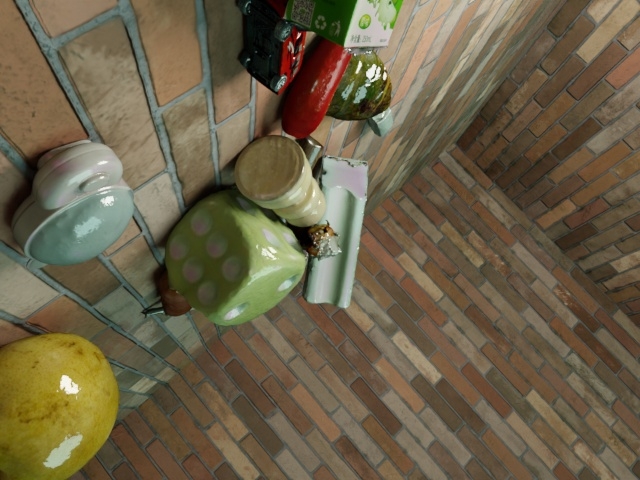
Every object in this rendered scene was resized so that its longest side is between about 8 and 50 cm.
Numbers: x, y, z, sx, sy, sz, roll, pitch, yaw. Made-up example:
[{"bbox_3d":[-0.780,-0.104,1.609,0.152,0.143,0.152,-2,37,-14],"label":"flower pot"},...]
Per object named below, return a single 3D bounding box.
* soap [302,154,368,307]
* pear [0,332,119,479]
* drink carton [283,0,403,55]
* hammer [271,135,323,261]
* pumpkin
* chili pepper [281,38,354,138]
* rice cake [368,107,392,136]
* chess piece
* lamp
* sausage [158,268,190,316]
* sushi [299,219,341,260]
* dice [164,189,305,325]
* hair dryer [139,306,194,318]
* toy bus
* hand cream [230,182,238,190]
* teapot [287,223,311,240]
[{"bbox_3d":[0.048,-0.039,1.596,0.261,0.156,0.447,-84,-178,-83],"label":"soap"},{"bbox_3d":[-0.578,0.344,1.042,0.314,0.314,0.314,-41,171,-8],"label":"pear"},{"bbox_3d":[0.057,-0.392,0.655,0.161,0.108,0.271,-34,149,-55],"label":"drink carton"},{"bbox_3d":[-0.096,-0.110,1.418,0.095,0.242,0.409,-103,-144,-59],"label":"hammer"},{"bbox_3d":[0.085,-0.331,1.230,0.163,0.111,0.278,-48,172,-9],"label":"pumpkin"},{"bbox_3d":[0.000,-0.322,1.054,0.368,0.092,0.137,-47,-174,47],"label":"chili pepper"},{"bbox_3d":[0.193,-0.391,1.627,0.069,0.063,0.206,-45,172,3],"label":"rice cake"},{"bbox_3d":[-0.074,-0.116,1.230,0.167,0.167,0.300,-42,156,0],"label":"chess piece"},{"bbox_3d":[-0.357,-0.042,0.758,0.179,0.108,0.246,-40,172,-43],"label":"lamp"},{"bbox_3d":[-0.401,0.140,1.438,0.113,0.113,0.259,-38,172,-26],"label":"sausage"},{"bbox_3d":[0.003,0.002,1.329,0.097,0.103,0.226,-44,-172,-2],"label":"sushi"},{"bbox_3d":[-0.206,0.046,1.246,0.254,0.252,0.249,-46,158,16],"label":"dice"},{"bbox_3d":[-0.404,0.183,1.627,0.357,0.173,0.108,-12,150,-34],"label":"hair dryer"},{"bbox_3d":[-0.069,-0.319,0.787,0.089,0.081,0.195,-50,174,-18],"label":"toy bus"},{"bbox_3d":[-0.153,-0.176,1.273,0.165,0.037,0.057,-37,171,2],"label":"hand cream"},{"bbox_3d":[-0.133,-0.052,1.639,0.178,0.135,0.252,-8,-161,34],"label":"teapot"}]
